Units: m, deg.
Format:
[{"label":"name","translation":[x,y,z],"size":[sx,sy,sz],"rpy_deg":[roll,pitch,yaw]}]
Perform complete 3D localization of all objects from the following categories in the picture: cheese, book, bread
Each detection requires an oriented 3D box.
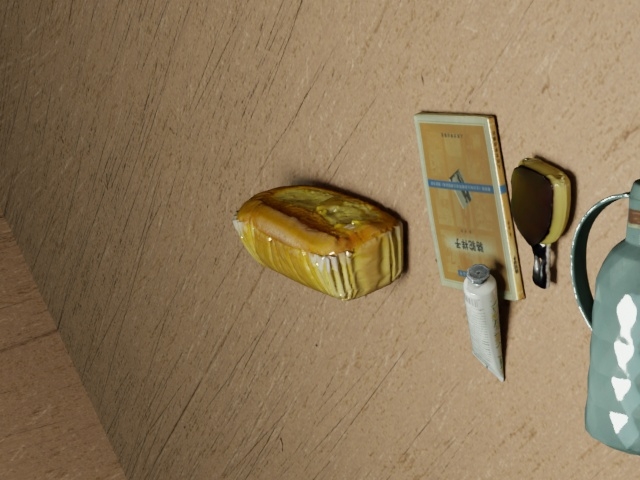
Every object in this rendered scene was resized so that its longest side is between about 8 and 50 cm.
[{"label":"cheese","translation":[0.268,-0.015,1.835],"size":[0.086,0.036,0.162],"rpy_deg":[31,132,48]},{"label":"book","translation":[0.191,-0.047,1.977],"size":[0.170,0.018,0.241],"rpy_deg":[10,114,59]},{"label":"bread","translation":[0.000,0.000,2.212],"size":[0.288,0.152,0.119],"rpy_deg":[23,131,56]}]

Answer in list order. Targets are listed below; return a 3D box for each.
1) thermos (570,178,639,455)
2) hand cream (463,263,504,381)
[{"label":"thermos","translation":[0.349,0.073,1.613],"size":[0.182,0.145,0.286],"rpy_deg":[11,105,42]},{"label":"hand cream","translation":[0.215,0.106,1.983],"size":[0.067,0.042,0.194],"rpy_deg":[39,154,37]}]
